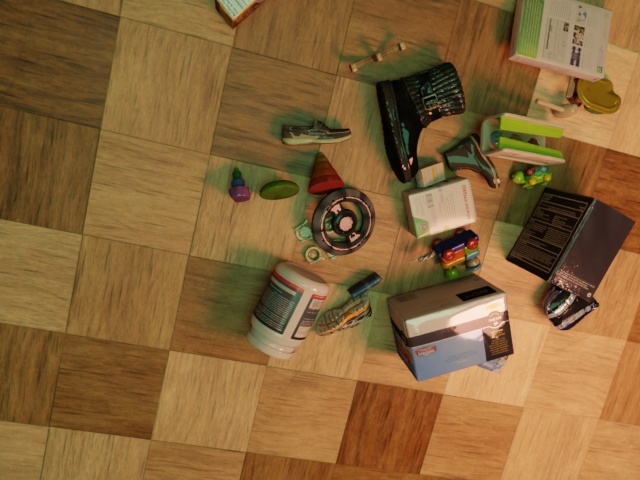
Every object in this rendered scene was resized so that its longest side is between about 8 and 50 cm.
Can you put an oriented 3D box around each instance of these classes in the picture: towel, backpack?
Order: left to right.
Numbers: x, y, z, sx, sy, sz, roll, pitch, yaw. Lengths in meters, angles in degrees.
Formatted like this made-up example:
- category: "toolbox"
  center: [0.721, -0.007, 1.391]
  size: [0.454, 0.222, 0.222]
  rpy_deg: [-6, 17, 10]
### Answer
- category: "towel"
  center: [0.151, 0.154, 1.973]
  size: [0.119, 0.067, 0.029]
  rpy_deg: [-32, 104, -2]
- category: "backpack"
  center: [0.873, 0.227, 2.081]
  size: [0.173, 0.117, 0.158]
  rpy_deg: [-44, 106, 1]

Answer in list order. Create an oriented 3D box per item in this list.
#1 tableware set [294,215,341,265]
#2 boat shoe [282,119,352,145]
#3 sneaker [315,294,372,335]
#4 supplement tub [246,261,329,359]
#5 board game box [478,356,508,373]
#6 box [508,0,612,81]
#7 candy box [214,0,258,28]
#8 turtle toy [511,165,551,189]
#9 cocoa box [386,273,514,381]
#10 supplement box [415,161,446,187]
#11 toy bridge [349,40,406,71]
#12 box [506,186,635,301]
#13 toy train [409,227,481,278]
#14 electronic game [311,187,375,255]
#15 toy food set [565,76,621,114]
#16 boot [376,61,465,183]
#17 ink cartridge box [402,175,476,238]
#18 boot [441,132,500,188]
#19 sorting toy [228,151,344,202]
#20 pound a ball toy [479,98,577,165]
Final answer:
- category: "tableware set"
  center: [0.000, 0.000, 1.939]
  size: [0.141, 0.020, 0.169]
  rpy_deg: [-20, 104, -5]
- category: "boat shoe"
  center: [-0.012, -0.342, 1.831]
  size: [0.223, 0.080, 0.073]
  rpy_deg: [-6, 108, -3]
- category: "sneaker"
  center: [0.083, 0.272, 1.985]
  size: [0.215, 0.084, 0.083]
  rpy_deg: [-28, 132, 7]
- category: "supplement tub"
  center: [-0.107, 0.223, 1.882]
  size: [0.191, 0.191, 0.272]
  rpy_deg: [25, 97, -14]
- category: "board game box"
  center: [0.637, 0.436, 2.139]
  size: [0.090, 0.020, 0.090]
  rpy_deg: [21, 100, -13]
- category: "box"
  center: [0.773, -0.662, 1.875]
  size: [0.322, 0.058, 0.232]
  rpy_deg: [11, 85, -13]
- category: "candy box"
  center: [-0.159, -0.750, 1.662]
  size: [0.316, 0.183, 0.087]
  rpy_deg: [-42, 104, 1]
- category: "turtle toy"
  center: [0.718, -0.215, 1.979]
  size: [0.130, 0.095, 0.066]
  rpy_deg: [-13, 82, 8]
- category: "cocoa box"
  center: [0.432, 0.288, 1.963]
  size: [0.347, 0.231, 0.228]
  rpy_deg: [-15, 105, -6]
- category: "supplement box"
  center: [0.363, -0.218, 1.926]
  size: [0.098, 0.036, 0.062]
  rpy_deg: [-20, 106, -27]
- category: "toy bridge"
  center: [0.177, -0.573, 1.818]
  size: [0.188, 0.063, 0.026]
  rpy_deg: [-24, 105, -2]
- category: "box"
  center: [0.818, 0.005, 1.930]
  size: [0.182, 0.296, 0.294]
  rpy_deg: [24, 98, -13]
- category: "toy train"
  center: [0.430, 0.073, 1.992]
  size: [0.248, 0.105, 0.143]
  rpy_deg: [-25, 118, -3]
- category: "electronic game"
  center: [0.077, -0.060, 1.908]
  size: [0.229, 0.048, 0.229]
  rpy_deg: [-8, 111, -22]
- category: "toy food set"
  center: [0.900, -0.488, 1.960]
  size: [0.217, 0.071, 0.128]
  rpy_deg: [16, 75, -14]
- category: "boot"
  center: [0.336, -0.373, 1.854]
  size: [0.260, 0.131, 0.348]
  rpy_deg: [-13, 104, -6]
- category: "ink cartridge box"
  center: [0.395, -0.112, 1.941]
  size: [0.212, 0.093, 0.154]
  rpy_deg: [-16, 105, -4]
- category: "boot"
  center: [0.501, -0.240, 1.948]
  size: [0.137, 0.077, 0.198]
  rpy_deg: [-29, 92, 3]
- category: "sorting toy"
  center: [-0.113, -0.207, 1.848]
  size: [0.365, 0.127, 0.126]
  rpy_deg: [-7, 77, -7]
- category: "pound a ball toy"
  center: [0.679, -0.360, 1.911]
  size: [0.319, 0.135, 0.208]
  rpy_deg: [4, 87, -26]
